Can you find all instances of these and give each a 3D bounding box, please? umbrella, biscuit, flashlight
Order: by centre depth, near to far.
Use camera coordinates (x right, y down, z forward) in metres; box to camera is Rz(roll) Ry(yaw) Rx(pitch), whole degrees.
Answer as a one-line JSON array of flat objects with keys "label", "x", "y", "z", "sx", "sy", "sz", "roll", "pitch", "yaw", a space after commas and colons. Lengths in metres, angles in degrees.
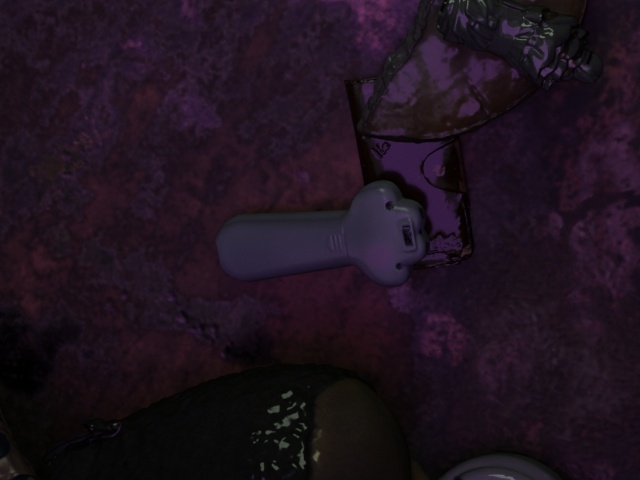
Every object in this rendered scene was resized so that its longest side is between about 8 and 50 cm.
[{"label": "umbrella", "x": 0.165, "y": -0.166, "z": 1.227, "sx": 0.143, "sy": 0.062, "sz": 0.067, "roll": 25, "pitch": 65, "yaw": -2}, {"label": "biscuit", "x": 0.151, "y": -0.194, "z": 1.270, "sx": 0.141, "sy": 0.038, "sz": 0.290, "roll": 25, "pitch": 98, "yaw": -4}, {"label": "flashlight", "x": 0.000, "y": 0.000, "z": 1.331, "sx": 0.200, "sy": 0.047, "sz": 0.093, "roll": -6, "pitch": 101, "yaw": 24}]

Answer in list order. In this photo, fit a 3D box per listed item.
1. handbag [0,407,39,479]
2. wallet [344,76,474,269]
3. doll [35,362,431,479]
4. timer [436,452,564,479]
[{"label": "handbag", "x": -0.369, "y": 0.272, "z": 1.338, "sx": 0.190, "sy": 0.193, "sz": 0.251, "roll": 54, "pitch": 139, "yaw": 38}, {"label": "wallet", "x": 0.080, "y": -0.061, "z": 1.327, "sx": 0.095, "sy": 0.026, "sz": 0.176, "roll": -7, "pitch": 100, "yaw": 9}, {"label": "doll", "x": -0.081, "y": 0.237, "z": 1.319, "sx": 0.349, "sy": 0.247, "sz": 0.247, "roll": -11, "pitch": 99, "yaw": 21}, {"label": "timer", "x": 0.146, "y": 0.335, "z": 1.334, "sx": 0.262, "sy": 0.087, "sz": 0.237, "roll": -44, "pitch": 76, "yaw": 11}]
